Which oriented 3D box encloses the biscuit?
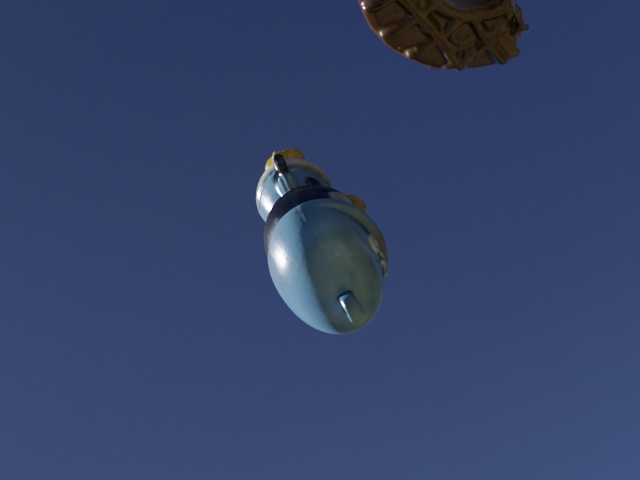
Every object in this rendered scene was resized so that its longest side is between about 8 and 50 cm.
[{"bbox_3d":[0.176,-0.393,1.830,0.268,0.115,0.366,-5,-47,-5],"label":"biscuit"}]

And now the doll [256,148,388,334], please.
[{"bbox_3d":[0.000,0.000,1.579,0.141,0.314,0.177,-26,-53,2],"label":"doll"}]
